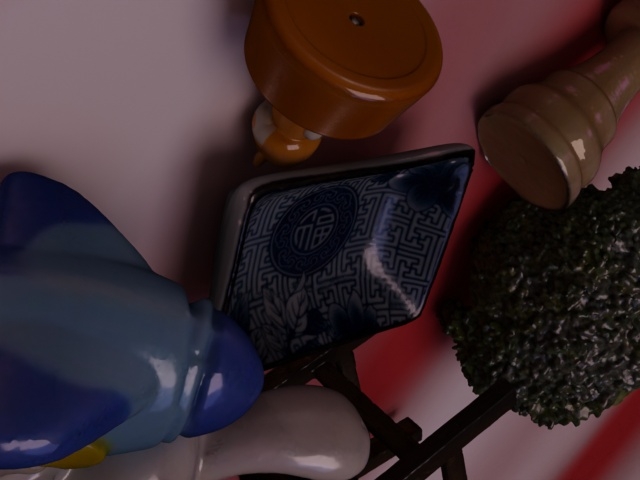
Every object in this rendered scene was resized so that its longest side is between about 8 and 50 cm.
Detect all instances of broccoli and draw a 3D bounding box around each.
[{"bbox_3d":[0.271,0.068,1.047,0.288,0.235,0.260,-22,152,25],"label":"broccoli"}]

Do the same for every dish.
[{"bbox_3d":[0.000,0.000,0.807,0.243,0.080,0.182,-14,131,-40],"label":"dish"}]

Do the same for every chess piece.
[{"bbox_3d":[0.326,-0.194,0.958,0.397,0.117,0.117,-41,144,-14],"label":"chess piece"}]

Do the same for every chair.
[{"bbox_3d":[-0.023,0.276,0.935,0.416,0.203,0.241,-32,138,-21],"label":"chair"}]

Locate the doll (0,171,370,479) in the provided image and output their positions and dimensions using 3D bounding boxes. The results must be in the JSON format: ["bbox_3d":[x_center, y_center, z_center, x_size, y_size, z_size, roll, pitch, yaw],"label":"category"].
[{"bbox_3d":[-0.172,0.117,0.629,0.376,0.187,0.366,-34,140,-15],"label":"doll"}]

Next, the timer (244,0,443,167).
[{"bbox_3d":[-0.007,-0.104,0.697,0.132,0.132,0.152,-18,158,-37],"label":"timer"}]
